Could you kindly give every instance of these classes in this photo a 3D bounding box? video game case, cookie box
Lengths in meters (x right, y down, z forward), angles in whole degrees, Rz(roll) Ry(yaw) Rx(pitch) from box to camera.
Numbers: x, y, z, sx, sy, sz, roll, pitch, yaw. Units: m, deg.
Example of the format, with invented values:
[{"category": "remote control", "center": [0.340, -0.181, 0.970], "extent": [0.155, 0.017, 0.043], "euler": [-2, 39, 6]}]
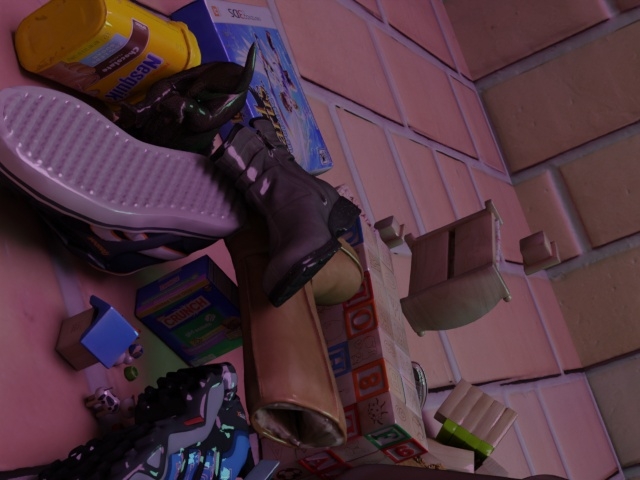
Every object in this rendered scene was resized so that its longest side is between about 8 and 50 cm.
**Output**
[{"category": "video game case", "center": [-0.090, -0.210, 1.706], "extent": [0.269, 0.061, 0.244], "euler": [67, 21, 0]}, {"category": "cookie box", "center": [-0.128, 0.077, 1.256], "extent": [0.107, 0.092, 0.040], "euler": [50, 22, -37]}]

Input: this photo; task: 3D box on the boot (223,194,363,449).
[{"category": "boot", "center": [-0.016, 0.102, 1.254], "extent": [0.236, 0.089, 0.269], "euler": [29, 34, -42]}]

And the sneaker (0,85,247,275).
[{"category": "sneaker", "center": [-0.215, -0.040, 1.127], "extent": [0.321, 0.127, 0.126], "euler": [22, 45, -51]}]

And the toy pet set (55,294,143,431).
[{"category": "toy pet set", "center": [-0.187, 0.103, 1.117], "extent": [0.114, 0.065, 0.122], "euler": [53, 24, -34]}]

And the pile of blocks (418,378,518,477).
[{"category": "pile of blocks", "center": [0.203, 0.387, 1.774], "extent": [0.112, 0.149, 0.362], "euler": [108, -5, -47]}]

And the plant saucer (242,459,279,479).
[{"category": "plant saucer", "center": [-0.088, 0.263, 1.051], "extent": [0.018, 0.192, 0.067], "euler": [35, 42, 10]}]

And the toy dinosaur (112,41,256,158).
[{"category": "toy dinosaur", "center": [-0.146, -0.137, 1.285], "extent": [0.121, 0.313, 0.160], "euler": [43, 43, 10]}]

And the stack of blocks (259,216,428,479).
[{"category": "stack of blocks", "center": [0.013, 0.137, 1.428], "extent": [0.087, 0.171, 0.297], "euler": [45, 28, -45]}]

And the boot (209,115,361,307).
[{"category": "boot", "center": [-0.055, -0.036, 1.190], "extent": [0.161, 0.083, 0.246], "euler": [44, 21, -5]}]

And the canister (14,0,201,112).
[{"category": "canister", "center": [-0.226, -0.204, 1.267], "extent": [0.170, 0.126, 0.073], "euler": [18, 50, -61]}]

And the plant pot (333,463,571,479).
[{"category": "plant pot", "center": [0.128, 0.371, 1.238], "extent": [0.323, 0.280, 0.323], "euler": [-15, 111, -43]}]

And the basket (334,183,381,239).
[{"category": "basket", "center": [0.000, 0.000, 1.634], "extent": [0.103, 0.113, 0.167], "euler": [61, 21, -5]}]

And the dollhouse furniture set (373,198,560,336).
[{"category": "dollhouse furniture set", "center": [0.188, 0.066, 1.678], "extent": [0.174, 0.355, 0.303], "euler": [59, 21, -22]}]

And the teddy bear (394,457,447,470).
[{"category": "teddy bear", "center": [0.129, 0.359, 1.532], "extent": [0.338, 0.113, 0.245], "euler": [34, 21, -52]}]

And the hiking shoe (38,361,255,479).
[{"category": "hiking shoe", "center": [-0.139, 0.216, 1.001], "extent": [0.304, 0.113, 0.132], "euler": [-37, 108, -54]}]

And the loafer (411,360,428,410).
[{"category": "loafer", "center": [0.129, 0.240, 1.735], "extent": [0.039, 0.045, 0.125], "euler": [-33, 131, -59]}]
